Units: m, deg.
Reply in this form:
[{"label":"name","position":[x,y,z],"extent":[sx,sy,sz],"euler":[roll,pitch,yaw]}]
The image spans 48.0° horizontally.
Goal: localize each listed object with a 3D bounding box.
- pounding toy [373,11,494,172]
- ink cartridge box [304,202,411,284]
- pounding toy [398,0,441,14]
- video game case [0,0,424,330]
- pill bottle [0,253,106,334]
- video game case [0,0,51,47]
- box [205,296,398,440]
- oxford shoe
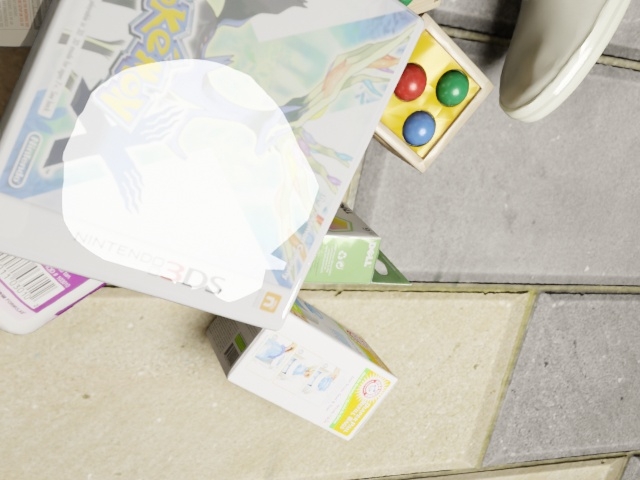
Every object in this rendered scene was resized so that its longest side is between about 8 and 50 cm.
[{"label":"pounding toy","position":[0.057,-0.152,0.796],"extent":[0.181,0.094,0.206],"euler":[36,96,-31]},{"label":"ink cartridge box","position":[0.000,0.000,0.834],"extent":[0.209,0.109,0.062],"euler":[3,113,-23]},{"label":"pounding toy","position":[0.049,-0.257,0.720],"extent":[0.130,0.141,0.100],"euler":[-23,158,-11]},{"label":"video game case","position":[-0.089,-0.106,0.604],"extent":[0.300,0.036,0.328],"euler":[22,96,-36]},{"label":"pill bottle","position":[-0.205,-0.058,0.688],"extent":[0.302,0.169,0.169],"euler":[-34,122,-6]},{"label":"video game case","position":[-0.184,-0.287,0.554],"extent":[0.244,0.061,0.269],"euler":[-5,115,-20]},{"label":"box","position":[-0.022,0.143,0.887],"extent":[0.203,0.114,0.103],"euler":[35,96,-30]},{"label":"oxford shoe","position":[0.275,-0.349,0.762],"extent":[0.130,0.169,0.449],"euler":[15,104,-20]}]
